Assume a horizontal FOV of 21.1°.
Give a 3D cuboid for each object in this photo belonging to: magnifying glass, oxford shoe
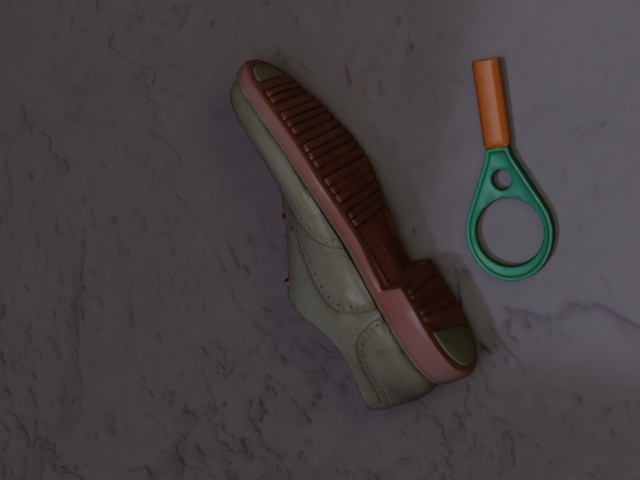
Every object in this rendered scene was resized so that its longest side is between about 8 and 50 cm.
[{"bbox_3d":[0.187,-0.072,1.770,0.092,0.026,0.231,-7,95,20],"label":"magnifying glass"},{"bbox_3d":[0.000,0.000,1.789,0.146,0.140,0.397,-33,85,28],"label":"oxford shoe"}]
